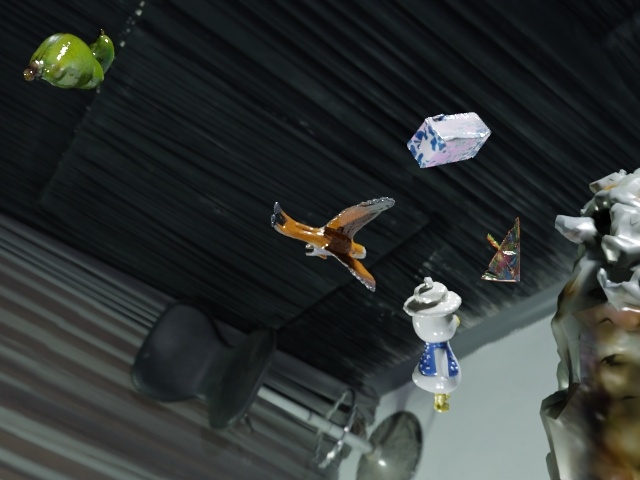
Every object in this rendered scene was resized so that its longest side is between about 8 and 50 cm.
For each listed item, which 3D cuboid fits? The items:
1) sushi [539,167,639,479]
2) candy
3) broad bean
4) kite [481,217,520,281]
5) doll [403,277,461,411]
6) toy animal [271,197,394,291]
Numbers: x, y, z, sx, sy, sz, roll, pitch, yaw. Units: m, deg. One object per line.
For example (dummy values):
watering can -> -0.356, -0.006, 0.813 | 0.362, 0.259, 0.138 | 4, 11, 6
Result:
sushi -> 0.276, 0.137, 0.468 | 0.175, 0.417, 0.417 | 2, 56, 33
candy -> 0.269, -0.209, 1.354 | 0.073, 0.160, 0.092 | 59, 141, 23
broad bean -> -0.285, -0.206, 0.759 | 0.213, 0.048, 0.070 | -91, 12, -68
kite -> 0.408, 0.035, 1.459 | 0.159, 0.010, 0.190 | -109, 31, -43
doll -> 0.240, 0.211, 1.356 | 0.119, 0.293, 0.138 | -8, 17, 7
toy animal -> -0.003, 0.005, 1.573 | 0.302, 0.284, 0.225 | 140, 141, -72
